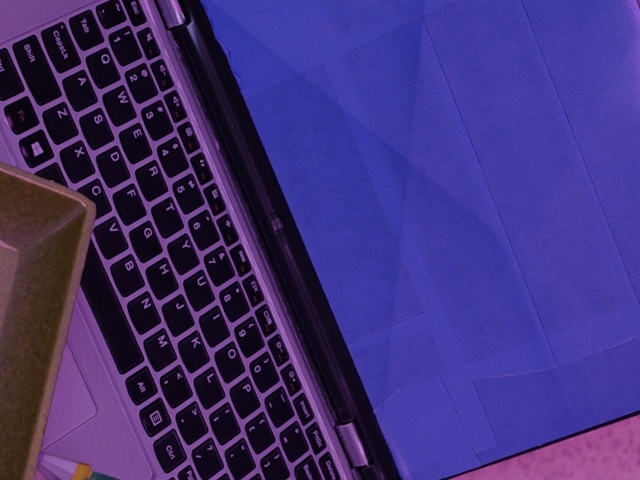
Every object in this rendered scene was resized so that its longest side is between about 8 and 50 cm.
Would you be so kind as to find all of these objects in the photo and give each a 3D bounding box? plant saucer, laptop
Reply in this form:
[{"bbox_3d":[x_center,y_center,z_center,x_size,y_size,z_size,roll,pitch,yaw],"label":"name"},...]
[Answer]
[{"bbox_3d":[-0.217,0.034,0.907,0.188,0.045,0.188,22,55,-19],"label":"plant saucer"},{"bbox_3d":[0.000,0.000,1.046,0.408,0.236,0.382,-33,105,-44],"label":"laptop"}]

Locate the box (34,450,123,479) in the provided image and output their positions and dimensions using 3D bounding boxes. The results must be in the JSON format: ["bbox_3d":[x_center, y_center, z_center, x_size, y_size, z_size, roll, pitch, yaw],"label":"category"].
[{"bbox_3d":[-0.191,0.144,0.943,0.179,0.043,0.105,20,75,-23],"label":"box"}]
